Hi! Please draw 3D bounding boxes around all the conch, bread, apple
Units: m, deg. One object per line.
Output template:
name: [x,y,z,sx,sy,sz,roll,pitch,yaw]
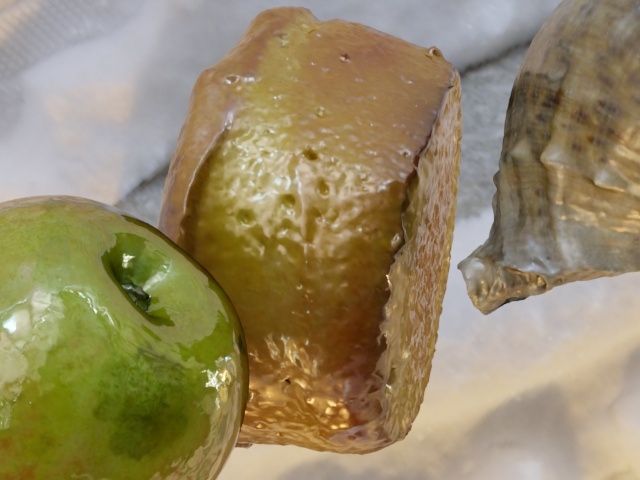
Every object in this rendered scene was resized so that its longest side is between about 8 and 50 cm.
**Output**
conch: [0.187,-0.082,0.743,0.291,0.210,0.159,-27,123,11]
bread: [-0.002,0.005,0.888,0.312,0.172,0.312,10,90,-75]
apple: [-0.134,0.070,0.674,0.196,0.196,0.196,-16,125,-24]
